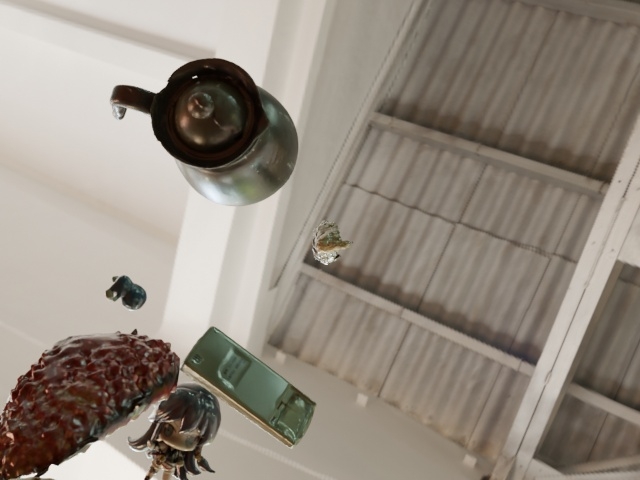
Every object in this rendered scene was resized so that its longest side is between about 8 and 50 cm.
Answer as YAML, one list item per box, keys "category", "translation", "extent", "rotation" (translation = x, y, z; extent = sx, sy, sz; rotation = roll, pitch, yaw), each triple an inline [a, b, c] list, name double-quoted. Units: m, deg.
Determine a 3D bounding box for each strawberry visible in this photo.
- category: "strawberry"
  translation: [-0.321, 0.197, 0.893]
  extent: [0.234, 0.306, 0.137]
  rotation: [-21, -88, 4]

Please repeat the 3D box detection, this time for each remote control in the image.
- category: "remote control"
  translation: [-0.140, 0.295, 1.364]
  extent: [0.285, 0.123, 0.038]
  rotation: [36, -49, -4]

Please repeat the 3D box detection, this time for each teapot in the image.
- category: "teapot"
  translation: [-0.192, -0.212, 1.146]
  extent: [0.305, 0.285, 0.223]
  rotation: [42, -92, 9]

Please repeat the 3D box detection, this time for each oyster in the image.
- category: "oyster"
  translation: [0.003, 0.000, 1.255]
  extent: [0.200, 0.061, 0.106]
  rotation: [110, -34, -70]

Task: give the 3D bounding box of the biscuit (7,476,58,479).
- category: "biscuit"
  translation: [-0.292, 0.295, 0.626]
  extent: [0.247, 0.029, 0.118]
  rotation: [-41, -73, 21]

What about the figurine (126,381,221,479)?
- category: "figurine"
  translation: [-0.347, 0.470, 1.647]
  extent: [0.265, 0.175, 0.197]
  rotation: [-48, -145, 15]

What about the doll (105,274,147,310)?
- category: "doll"
  translation: [-0.405, 0.112, 1.427]
  extent: [0.050, 0.076, 0.083]
  rotation: [-34, -68, 26]
